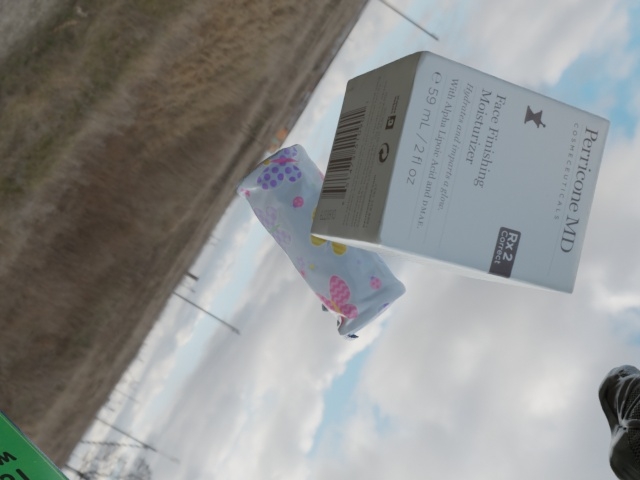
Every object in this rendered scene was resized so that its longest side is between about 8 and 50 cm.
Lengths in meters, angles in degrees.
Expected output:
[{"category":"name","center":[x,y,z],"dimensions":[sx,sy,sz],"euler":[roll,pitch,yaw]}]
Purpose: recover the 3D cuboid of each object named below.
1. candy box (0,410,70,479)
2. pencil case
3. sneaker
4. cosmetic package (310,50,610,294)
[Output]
[{"category":"candy box","center":[-0.319,0.215,0.475],"dimensions":[0.268,0.317,0.122],"euler":[-59,164,16]},{"category":"pencil case","center":[0.000,0.000,0.964],"dimensions":[0.113,0.273,0.124],"euler":[-35,179,-21]},{"category":"sneaker","center":[0.353,0.163,0.707],"dimensions":[0.130,0.087,0.227],"euler":[-52,171,20]},{"category":"cosmetic package","center":[0.113,-0.051,0.601],"dimensions":[0.151,0.184,0.151],"euler":[-170,-87,-70]}]
